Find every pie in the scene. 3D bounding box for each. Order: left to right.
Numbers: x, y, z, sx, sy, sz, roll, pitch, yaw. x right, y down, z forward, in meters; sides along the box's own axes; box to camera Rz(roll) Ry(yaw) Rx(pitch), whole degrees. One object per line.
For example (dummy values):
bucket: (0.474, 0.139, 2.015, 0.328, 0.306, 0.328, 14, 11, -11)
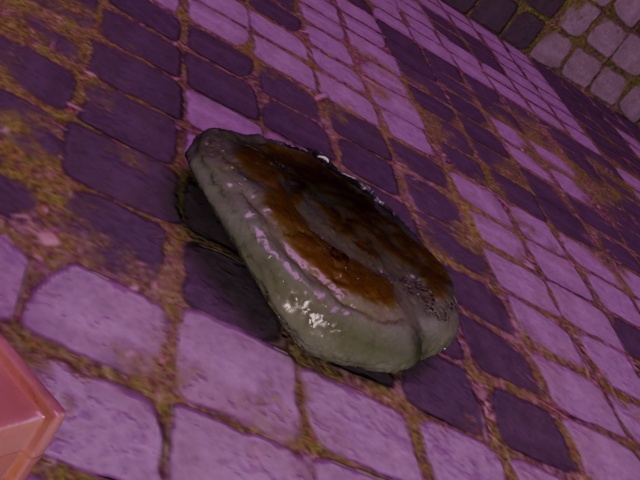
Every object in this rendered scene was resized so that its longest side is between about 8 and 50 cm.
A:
pie: (0.000, 0.000, 0.704, 0.240, 0.054, 0.240, 32, 22, -15)

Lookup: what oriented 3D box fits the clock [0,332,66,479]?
clock: (-0.212, 0.029, 0.283, 0.220, 0.106, 0.255, 45, 24, 20)
